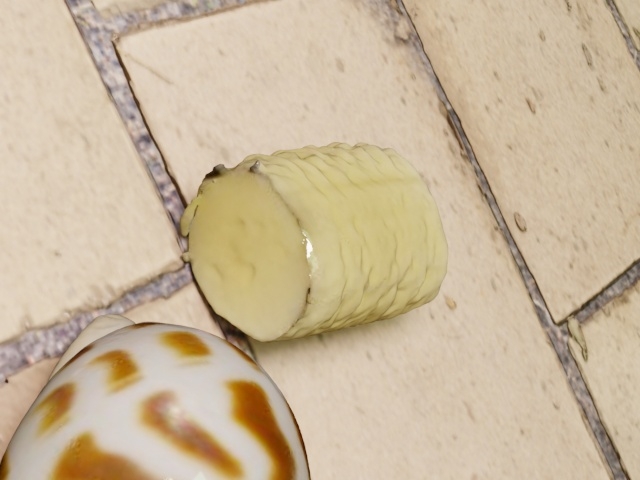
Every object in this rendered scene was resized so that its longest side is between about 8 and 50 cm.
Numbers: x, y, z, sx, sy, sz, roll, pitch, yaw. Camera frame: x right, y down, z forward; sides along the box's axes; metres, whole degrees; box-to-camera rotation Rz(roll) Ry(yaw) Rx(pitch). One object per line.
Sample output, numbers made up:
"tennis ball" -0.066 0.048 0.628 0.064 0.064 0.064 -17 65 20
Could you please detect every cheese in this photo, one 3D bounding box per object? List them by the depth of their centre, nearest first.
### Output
"cheese" 0.000 0.000 0.983 0.167 0.094 0.123 -11 70 -54

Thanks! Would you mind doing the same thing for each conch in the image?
"conch" -0.077 0.147 0.775 0.183 0.149 0.275 21 54 -35
